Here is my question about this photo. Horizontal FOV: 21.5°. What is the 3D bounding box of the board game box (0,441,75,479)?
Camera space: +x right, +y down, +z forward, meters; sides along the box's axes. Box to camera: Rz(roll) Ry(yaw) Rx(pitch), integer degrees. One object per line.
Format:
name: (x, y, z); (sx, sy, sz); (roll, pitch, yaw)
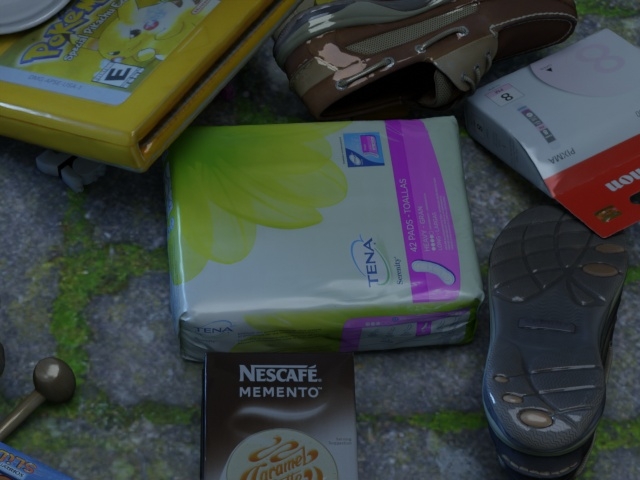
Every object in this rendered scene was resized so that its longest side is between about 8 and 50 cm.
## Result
board game box: (-0.320, 0.219, 1.455); (0.201, 0.136, 0.035); (24, 30, 10)

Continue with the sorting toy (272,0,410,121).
sorting toy: (0.029, -0.282, 1.827); (0.196, 0.047, 0.348); (-17, 63, -14)

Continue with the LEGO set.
LEGO set: (-0.171, -0.130, 1.700); (0.227, 0.087, 0.093); (-39, 69, -22)

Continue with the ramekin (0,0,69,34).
ramekin: (-0.333, -0.315, 1.669); (0.207, 0.207, 0.109); (-24, 29, -18)

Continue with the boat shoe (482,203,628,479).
boat shoe: (0.209, 0.097, 1.577); (0.132, 0.130, 0.355); (11, 38, 11)

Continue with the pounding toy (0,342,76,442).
pounding toy: (-0.355, 0.123, 1.497); (0.269, 0.154, 0.155); (-6, 60, -8)

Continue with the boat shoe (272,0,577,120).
boat shoe: (0.116, -0.184, 1.714); (0.324, 0.123, 0.116); (-13, 67, -15)

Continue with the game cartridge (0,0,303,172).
game cartridge: (-0.220, -0.203, 1.681); (0.323, 0.053, 0.285); (16, 52, 32)

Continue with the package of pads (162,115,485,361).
package of pads: (0.000, 0.000, 1.630); (0.296, 0.101, 0.229); (-3, 59, -5)

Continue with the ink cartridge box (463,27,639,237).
ink cartridge box: (0.285, -0.114, 1.699); (0.189, 0.066, 0.232); (-26, 37, -18)

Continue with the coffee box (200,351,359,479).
coffee box: (-0.038, 0.228, 1.492); (0.141, 0.098, 0.246); (0, 60, -5)
